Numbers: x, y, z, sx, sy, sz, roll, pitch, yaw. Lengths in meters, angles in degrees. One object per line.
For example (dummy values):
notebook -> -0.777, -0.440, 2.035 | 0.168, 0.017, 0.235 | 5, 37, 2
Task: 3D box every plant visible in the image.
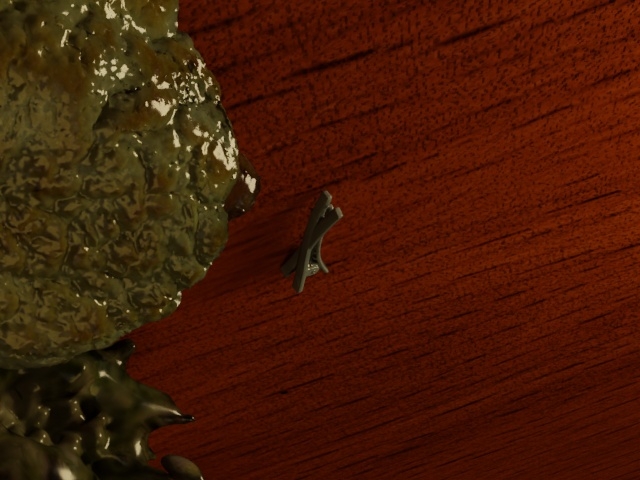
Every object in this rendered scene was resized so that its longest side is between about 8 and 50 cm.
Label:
plant -> -0.275, 0.224, 1.057 | 0.251, 0.180, 0.333 | 10, 142, -26

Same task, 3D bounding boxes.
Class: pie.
pie -> -0.165, -0.046, 0.668 | 0.257, 0.105, 0.274 | -38, 132, -20

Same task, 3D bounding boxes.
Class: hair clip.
hair clip -> -0.001, -0.001, 1.000 | 0.039, 0.030, 0.115 | -26, 157, -31

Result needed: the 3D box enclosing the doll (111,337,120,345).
doll -> -0.203, 0.044, 0.803 | 0.209, 0.097, 0.137 | 12, 133, -47
